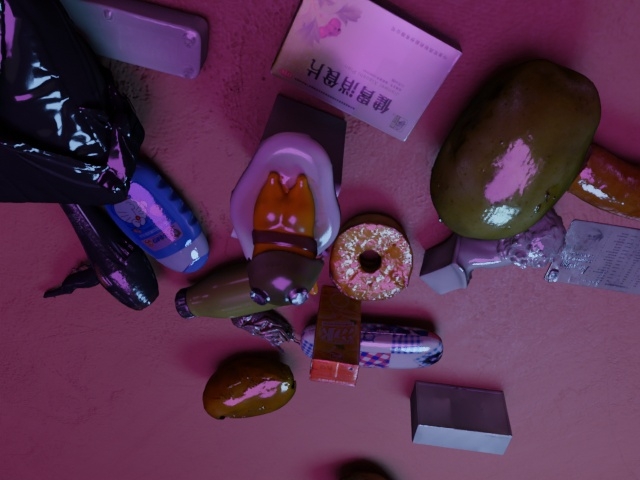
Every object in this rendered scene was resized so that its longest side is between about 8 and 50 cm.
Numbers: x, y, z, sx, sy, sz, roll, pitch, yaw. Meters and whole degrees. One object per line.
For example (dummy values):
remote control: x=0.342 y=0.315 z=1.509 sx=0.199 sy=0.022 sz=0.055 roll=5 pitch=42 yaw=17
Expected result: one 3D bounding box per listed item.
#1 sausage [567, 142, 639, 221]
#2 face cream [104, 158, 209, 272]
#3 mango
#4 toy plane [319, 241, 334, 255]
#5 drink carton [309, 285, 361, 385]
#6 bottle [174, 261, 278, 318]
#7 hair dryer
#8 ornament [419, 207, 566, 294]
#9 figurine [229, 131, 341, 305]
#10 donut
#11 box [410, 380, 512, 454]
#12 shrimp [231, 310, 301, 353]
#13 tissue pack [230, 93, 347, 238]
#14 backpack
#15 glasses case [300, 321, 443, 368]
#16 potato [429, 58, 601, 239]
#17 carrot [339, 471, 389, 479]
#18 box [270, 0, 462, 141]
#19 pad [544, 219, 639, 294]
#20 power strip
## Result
sausage: x=0.555 y=-0.089 z=0.953 sx=0.270 sy=0.109 sz=0.109 roll=15 pitch=127 yaw=-4
face cream: x=-0.329 y=-0.036 z=1.106 sx=0.149 sy=0.083 sz=0.264 roll=-23 pitch=121 yaw=23
mango: x=-0.178 y=0.365 z=1.346 sx=0.248 sy=0.156 sz=0.151 roll=-16 pitch=87 yaw=19
toy plane: x=0.000 y=0.000 z=1.127 sx=0.078 sy=0.031 sz=0.083 roll=-5 pitch=129 yaw=-9
drink carton: x=0.035 y=0.195 z=1.146 sx=0.095 sy=0.223 sz=0.071 roll=7 pitch=126 yaw=1
bottle: x=-0.190 y=0.111 z=1.180 sx=0.260 sy=0.112 sz=0.112 roll=-15 pitch=123 yaw=17
hair dryer: x=-0.544 y=0.053 z=1.204 sx=0.359 sy=0.120 sz=0.304 roll=-22 pitch=113 yaw=31
ornament: x=0.321 y=0.020 z=1.042 sx=0.285 sy=0.130 sz=0.120 roll=-25 pitch=124 yaw=24
figurine: x=-0.057 y=-0.009 z=0.754 sx=0.166 sy=0.141 sz=0.250 roll=5 pitch=127 yaw=3
donut: x=0.102 y=0.029 z=1.112 sx=0.174 sy=0.075 sz=0.190 roll=-7 pitch=121 yaw=13
box: x=0.341 y=0.439 z=1.348 sx=0.224 sy=0.130 sz=0.086 roll=7 pitch=127 yaw=1
shrimp: x=-0.122 y=0.205 z=1.271 sx=0.190 sy=0.075 sz=0.073 roll=29 pitch=93 yaw=-26
tissue pack: x=-0.046 y=-0.111 z=0.916 sx=0.135 sy=0.246 sz=0.160 roll=18 pitch=126 yaw=-7
backpack: x=-0.482 y=-0.228 z=0.831 sx=0.362 sy=0.255 sz=0.446 roll=0 pitch=142 yaw=8
glasses case: x=0.116 y=0.243 z=1.257 sx=0.327 sy=0.076 sz=0.125 roll=2 pitch=139 yaw=5
potato: x=0.307 y=-0.138 z=0.884 sx=0.215 sy=0.216 sz=0.305 roll=18 pitch=114 yaw=-7
carrot: x=0.166 y=0.831 z=1.603 sx=0.224 sy=0.224 sz=0.341 roll=-25 pitch=123 yaw=23
box: x=0.071 y=-0.296 z=0.881 sx=0.260 sy=0.062 sz=0.175 roll=24 pitch=125 yaw=-12
pad: x=0.610 y=0.043 z=1.100 sx=0.264 sy=0.009 sz=0.160 roll=9 pitch=126 yaw=0
power strip: x=-0.377 y=-0.359 z=0.884 sx=0.384 sy=0.062 sz=0.091 roll=14 pitch=136 yaw=-3
